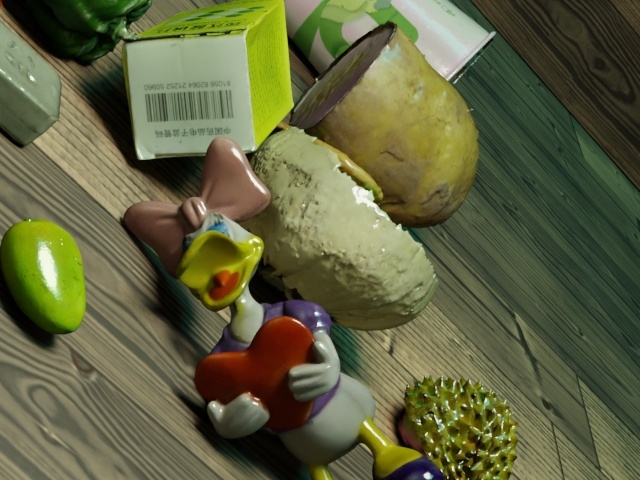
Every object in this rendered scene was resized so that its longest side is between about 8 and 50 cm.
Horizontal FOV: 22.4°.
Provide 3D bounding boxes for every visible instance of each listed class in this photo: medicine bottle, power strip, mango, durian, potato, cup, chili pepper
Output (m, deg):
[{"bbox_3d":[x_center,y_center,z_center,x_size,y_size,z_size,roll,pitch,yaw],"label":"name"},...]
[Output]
[{"bbox_3d":[-0.120,-0.181,1.784,0.250,0.137,0.141,-62,149,-71],"label":"medicine bottle"},{"bbox_3d":[-0.358,-0.206,1.489,0.288,0.053,0.093,43,22,-29],"label":"power strip"},{"bbox_3d":[-0.231,0.031,1.356,0.073,0.056,0.108,3,55,-59],"label":"mango"},{"bbox_3d":[0.152,0.211,1.829,0.108,0.119,0.187,38,25,-47],"label":"durian"},{"bbox_3d":[0.106,-0.135,2.202,0.266,0.229,0.229,41,22,-20],"label":"potato"},{"bbox_3d":[0.089,-0.311,2.445,0.274,0.253,0.253,46,19,0],"label":"cup"},{"bbox_3d":[-0.308,-0.377,1.730,0.385,0.167,0.213,53,17,3],"label":"chili pepper"}]

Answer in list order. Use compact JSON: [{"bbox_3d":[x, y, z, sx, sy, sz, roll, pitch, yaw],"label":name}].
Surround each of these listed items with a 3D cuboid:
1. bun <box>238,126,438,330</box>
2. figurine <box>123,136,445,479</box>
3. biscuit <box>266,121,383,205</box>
[{"bbox_3d":[0.000,0.000,1.771,0.259,0.152,0.259,47,1,-1],"label":"bun"},{"bbox_3d":[-0.034,0.108,1.535,0.421,0.154,0.193,55,14,2],"label":"figurine"},{"bbox_3d":[-0.021,-0.107,1.944,0.247,0.029,0.118,30,-17,35],"label":"biscuit"}]
